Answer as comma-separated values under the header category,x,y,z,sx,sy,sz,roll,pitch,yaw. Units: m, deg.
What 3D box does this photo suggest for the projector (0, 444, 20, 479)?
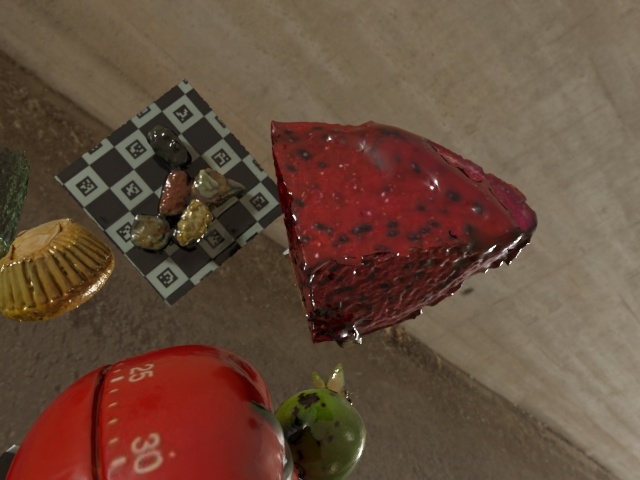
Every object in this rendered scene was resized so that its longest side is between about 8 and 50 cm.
category,x,y,z,sx,sy,sz,roll,pitch,yaw
projector,-0.607,0.712,1.271,0.242,0.395,0.405,81,23,-46

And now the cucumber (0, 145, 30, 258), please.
category,x,y,z,sx,sy,sz,roll,pitch,yaw
cucumber,-0.428,-0.060,0.771,0.077,0.077,0.265,39,20,-36

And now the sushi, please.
category,x,y,z,sx,sy,sz,roll,pitch,yaw
sushi,-0.293,-0.109,1.200,0.359,0.343,0.064,49,-14,-2

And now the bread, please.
category,x,y,z,sx,sy,sz,roll,pitch,yaw
bread,-0.523,0.059,1.151,0.240,0.240,0.139,-83,159,-61

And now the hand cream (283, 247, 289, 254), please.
category,x,y,z,sx,sy,sz,roll,pitch,yaw
hand cream,-0.002,-0.001,0.969,0.052,0.216,0.038,-11,90,-25

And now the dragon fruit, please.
category,x,y,z,sx,sy,sz,roll,pitch,yaw
dragon fruit,0.093,0.007,0.723,0.240,0.330,0.302,-67,153,-62

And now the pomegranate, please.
category,x,y,z,sx,sy,sz,roll,pitch,yaw
pomegranate,-0.009,0.283,0.912,0.156,0.156,0.220,45,20,-25

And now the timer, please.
category,x,y,z,sx,sy,sz,roll,pitch,yaw
timer,-0.145,0.300,0.586,0.378,0.279,0.377,163,-90,-79
